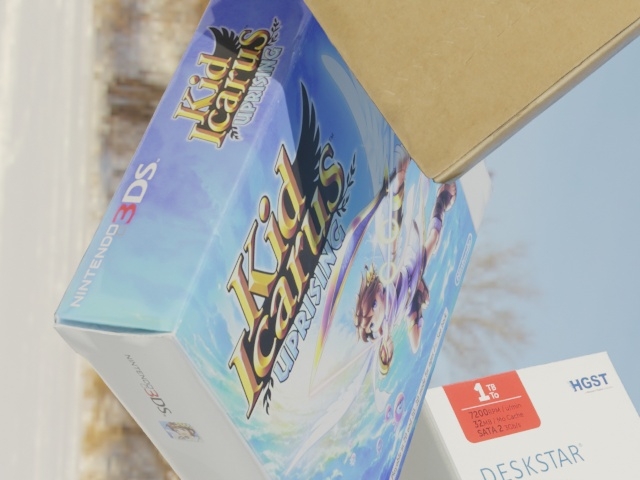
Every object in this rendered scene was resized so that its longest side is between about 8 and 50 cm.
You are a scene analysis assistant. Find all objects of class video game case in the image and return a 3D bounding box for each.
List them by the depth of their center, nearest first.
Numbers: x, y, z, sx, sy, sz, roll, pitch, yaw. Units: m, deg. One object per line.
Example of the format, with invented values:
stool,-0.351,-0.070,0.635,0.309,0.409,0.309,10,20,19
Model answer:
video game case,0.000,0.000,0.679,0.244,0.061,0.269,62,41,-47

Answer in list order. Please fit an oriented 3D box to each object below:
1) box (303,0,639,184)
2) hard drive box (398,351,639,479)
box,0.074,-0.145,0.514,0.164,0.201,0.021,57,22,13
hard drive box,0.161,0.209,0.967,0.089,0.181,0.232,-52,-125,48
